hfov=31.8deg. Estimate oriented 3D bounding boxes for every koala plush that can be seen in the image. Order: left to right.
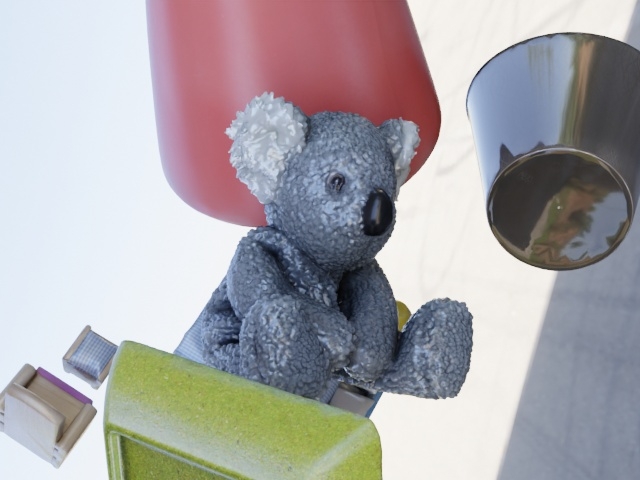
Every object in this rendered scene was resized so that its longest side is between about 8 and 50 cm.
[{"bbox_3d":[0.000,0.000,0.881,0.203,0.196,0.221,12,98,58],"label":"koala plush"}]

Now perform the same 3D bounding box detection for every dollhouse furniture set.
[{"bbox_3d":[-0.080,0.097,0.999,0.303,0.286,0.198,-55,-2,-30],"label":"dollhouse furniture set"}]

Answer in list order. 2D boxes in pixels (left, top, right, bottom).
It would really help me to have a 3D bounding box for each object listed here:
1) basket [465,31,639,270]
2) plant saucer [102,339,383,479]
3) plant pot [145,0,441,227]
[{"bbox_3d":[0.232,-0.084,1.071,0.227,0.204,0.154,-71,-25,-56],"label":"basket"},{"bbox_3d":[-0.054,0.167,0.620,0.045,0.188,0.188,-25,-60,-48],"label":"plant saucer"},{"bbox_3d":[-0.036,-0.188,1.009,0.275,0.275,0.243,-77,-18,-45],"label":"plant pot"}]
